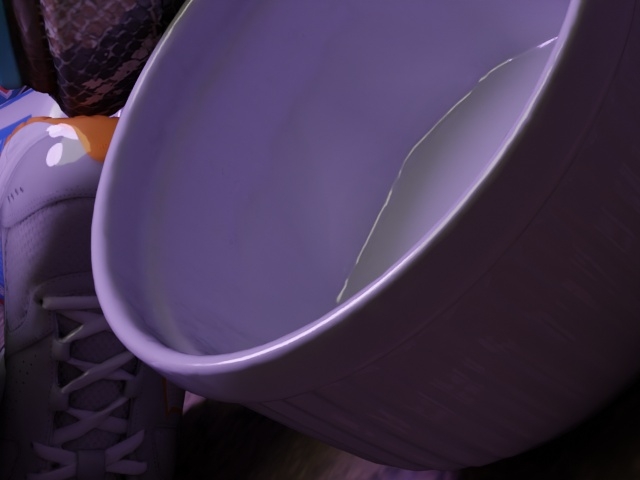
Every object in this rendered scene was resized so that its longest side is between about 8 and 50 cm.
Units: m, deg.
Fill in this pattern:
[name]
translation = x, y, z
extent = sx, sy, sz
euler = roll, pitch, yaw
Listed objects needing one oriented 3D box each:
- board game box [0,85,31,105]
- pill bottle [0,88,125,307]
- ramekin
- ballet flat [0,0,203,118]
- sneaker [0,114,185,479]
[board game box]
translation = -0.286, -0.149, 1.314
extent = 0.254, 0.336, 0.079
euler = -49, 19, 13
[pill bottle]
translation = -0.101, -0.029, 0.997
extent = 0.124, 0.124, 0.221
euler = -60, 20, -20
[ramekin]
translation = 0.035, -0.025, 0.630
extent = 0.207, 0.109, 0.207
euler = -31, 39, 29
[ballet flat]
translation = -0.098, -0.157, 0.910
extent = 0.182, 0.164, 0.483
euler = -14, 18, -14
[sneaker]
translation = -0.085, 0.058, 0.786
extent = 0.262, 0.099, 0.121
euler = 103, 168, -54
